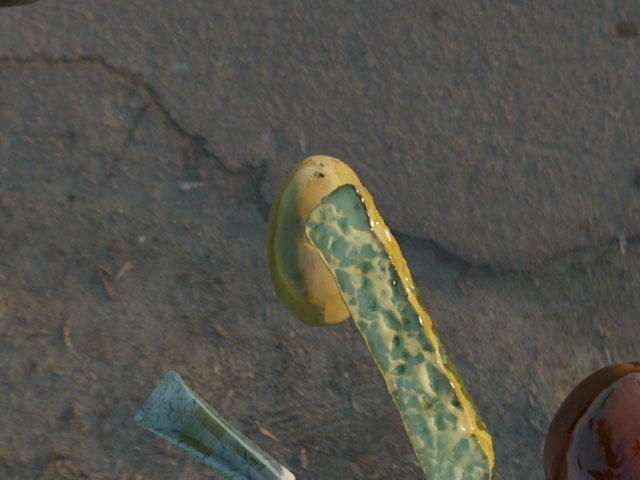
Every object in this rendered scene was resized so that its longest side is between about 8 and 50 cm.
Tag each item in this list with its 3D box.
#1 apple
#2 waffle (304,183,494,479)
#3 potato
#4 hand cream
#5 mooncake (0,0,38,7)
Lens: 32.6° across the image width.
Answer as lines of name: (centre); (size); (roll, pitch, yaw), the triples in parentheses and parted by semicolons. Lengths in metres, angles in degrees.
apple: (0.379, 0.258, 1.308); (0.233, 0.234, 0.234); (-6, 69, 15)
waffle: (0.071, 0.083, 0.944); (0.057, 0.168, 0.274); (-27, 87, 7)
potato: (0.000, 0.000, 1.488); (0.150, 0.146, 0.234); (0, 77, -13)
hand cream: (-0.098, 0.218, 1.137); (0.194, 0.042, 0.067); (38, 80, -6)
mooncake: (-0.234, -0.353, 0.723); (0.200, 0.378, 0.379); (-29, 63, 29)
